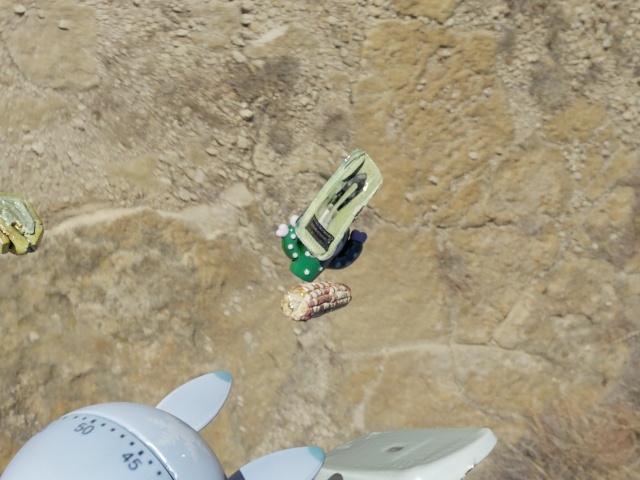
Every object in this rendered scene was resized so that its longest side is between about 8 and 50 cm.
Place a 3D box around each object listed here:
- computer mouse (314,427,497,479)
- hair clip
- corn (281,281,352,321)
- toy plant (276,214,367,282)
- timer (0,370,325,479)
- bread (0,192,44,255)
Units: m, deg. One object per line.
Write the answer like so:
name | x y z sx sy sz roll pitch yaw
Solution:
computer mouse | 0.080 0.241 0.749 0.128 0.231 0.079 -19 85 -33
hair clip | 0.036 -0.090 1.891 0.138 0.091 0.321 50 61 -23
corn | 0.000 0.126 1.572 0.237 0.079 0.080 0 110 -61
toy plant | 0.004 0.001 2.101 0.243 0.112 0.233 -33 121 -4
timer | -0.121 0.193 0.534 0.175 0.255 0.175 -2 82 17
bread | -0.637 -0.034 1.526 0.117 0.156 0.064 -18 147 -47
